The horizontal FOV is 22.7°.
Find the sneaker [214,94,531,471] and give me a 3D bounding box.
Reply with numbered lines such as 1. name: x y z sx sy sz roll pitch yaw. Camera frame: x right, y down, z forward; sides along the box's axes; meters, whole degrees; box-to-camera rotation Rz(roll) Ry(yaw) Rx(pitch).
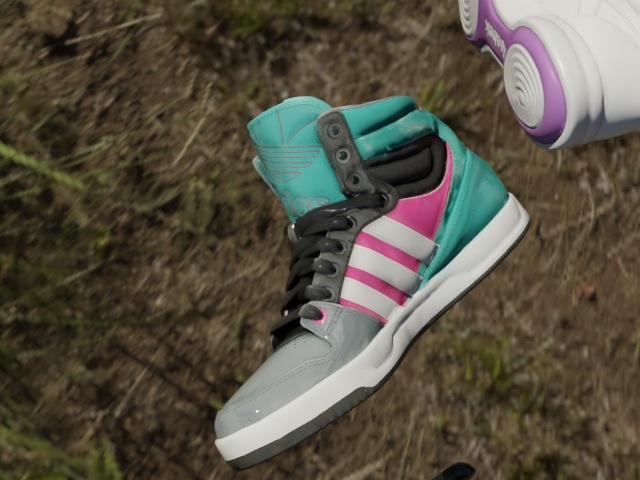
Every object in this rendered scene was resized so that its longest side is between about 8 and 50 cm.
1. sneaker: 0.000 0.000 1.043 0.178 0.295 0.124 53 144 -7

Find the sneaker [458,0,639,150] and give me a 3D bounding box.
1. sneaker: 0.197 -0.176 1.243 0.152 0.305 0.114 -6 134 -10

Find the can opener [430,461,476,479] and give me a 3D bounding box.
1. can opener: 0.091 0.231 1.326 0.073 0.059 0.186 0 146 -15
